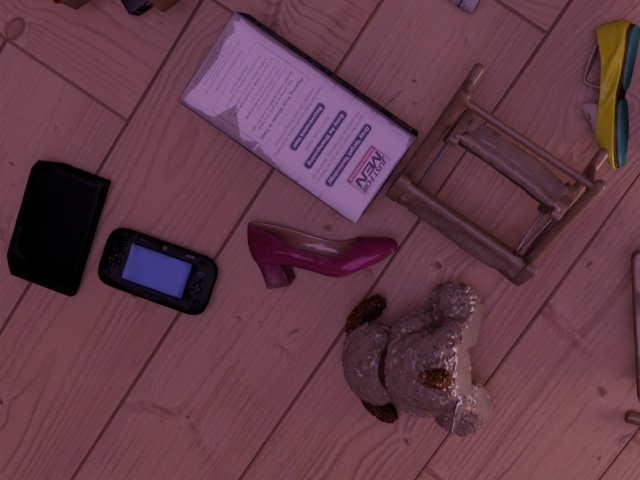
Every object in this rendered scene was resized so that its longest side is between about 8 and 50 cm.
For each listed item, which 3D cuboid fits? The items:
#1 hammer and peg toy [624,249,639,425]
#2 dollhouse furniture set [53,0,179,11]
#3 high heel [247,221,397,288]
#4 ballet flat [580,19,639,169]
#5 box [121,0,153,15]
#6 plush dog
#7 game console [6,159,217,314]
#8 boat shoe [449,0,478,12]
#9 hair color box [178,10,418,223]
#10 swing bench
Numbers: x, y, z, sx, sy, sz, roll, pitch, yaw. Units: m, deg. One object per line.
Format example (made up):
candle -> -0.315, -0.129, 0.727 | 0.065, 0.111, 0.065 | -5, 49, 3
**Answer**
hammer and peg toy -> 0.620, 0.186, 1.675 | 0.266, 0.127, 0.361 | -3, 99, 8
dollhouse furniture set -> -0.329, -0.477, 1.647 | 0.259, 0.135, 0.262 | -34, 76, 11
high heel -> 0.000, 0.000, 1.752 | 0.244, 0.082, 0.117 | -12, 108, 22
ballet flat -> 0.448, -0.229, 1.665 | 0.077, 0.077, 0.231 | 8, 98, 28
box -> -0.287, -0.414, 1.734 | 0.083, 0.052, 0.062 | -32, 93, 11
plush dog -> 0.135, 0.206, 1.730 | 0.225, 0.210, 0.262 | -2, 98, 35
game console -> -0.348, 0.012, 1.819 | 0.361, 0.044, 0.213 | 19, 102, 3
boat shoe -> 0.256, -0.465, 1.637 | 0.075, 0.083, 0.226 | 28, 103, 1
hair color box -> -0.033, -0.198, 1.709 | 0.347, 0.105, 0.174 | 35, 102, 1
swing bench -> 0.262, -0.084, 1.631 | 0.253, 0.165, 0.255 | 34, 119, 1
